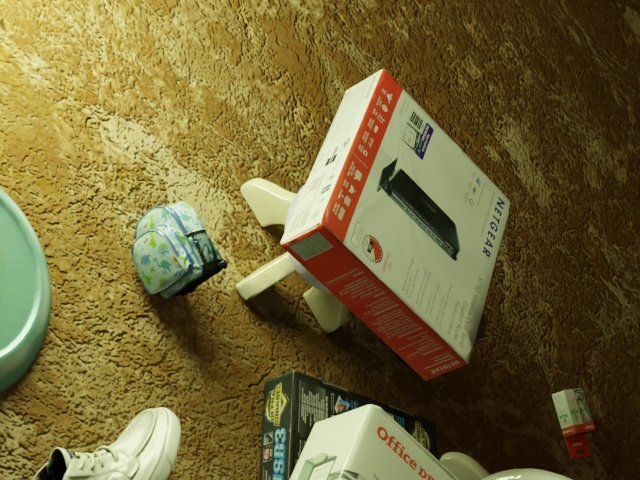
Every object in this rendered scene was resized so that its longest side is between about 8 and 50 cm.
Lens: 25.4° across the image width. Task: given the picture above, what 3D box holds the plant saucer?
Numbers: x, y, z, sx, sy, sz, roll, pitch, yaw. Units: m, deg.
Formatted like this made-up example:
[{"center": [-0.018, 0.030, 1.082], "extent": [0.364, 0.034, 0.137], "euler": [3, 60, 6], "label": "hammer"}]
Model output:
[{"center": [-0.443, 0.036, 1.662], "extent": [0.317, 0.043, 0.317], "euler": [22, 56, -37], "label": "plant saucer"}]

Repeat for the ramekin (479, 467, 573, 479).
[{"center": [0.295, 0.469, 1.993], "extent": [0.273, 0.273, 0.127], "euler": [58, 20, -6], "label": "ramekin"}]

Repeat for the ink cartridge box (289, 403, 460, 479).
[{"center": [0.051, 0.389, 1.815], "extent": [0.211, 0.121, 0.289], "euler": [45, 46, -21], "label": "ink cartridge box"}]

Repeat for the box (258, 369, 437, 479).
[{"center": [0.044, 0.359, 1.966], "extent": [0.293, 0.073, 0.295], "euler": [24, 56, -38], "label": "box"}]

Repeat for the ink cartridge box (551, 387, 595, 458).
[{"center": [0.438, 0.312, 2.424], "extent": [0.063, 0.029, 0.115], "euler": [0, 70, -46], "label": "ink cartridge box"}]

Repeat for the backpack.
[{"center": [-0.197, 0.010, 1.877], "extent": [0.084, 0.105, 0.114], "euler": [-14, 75, -49], "label": "backpack"}]

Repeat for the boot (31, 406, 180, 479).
[{"center": [-0.262, 0.275, 1.679], "extent": [0.123, 0.095, 0.258], "euler": [48, 44, -26], "label": "boot"}]

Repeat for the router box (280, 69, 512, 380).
[{"center": [0.118, -0.026, 1.993], "extent": [0.301, 0.082, 0.335], "euler": [43, 43, -22], "label": "router box"}]

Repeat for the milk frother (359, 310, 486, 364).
[{"center": [0.150, 0.113, 2.154], "extent": [0.143, 0.135, 0.129], "euler": [0, 70, -45], "label": "milk frother"}]

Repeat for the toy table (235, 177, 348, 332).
[{"center": [0.000, 0.000, 2.041], "extent": [0.274, 0.161, 0.252], "euler": [-18, 83, -49], "label": "toy table"}]

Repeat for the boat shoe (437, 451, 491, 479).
[{"center": [0.283, 0.447, 2.149], "extent": [0.340, 0.127, 0.158], "euler": [59, 26, -5], "label": "boat shoe"}]
